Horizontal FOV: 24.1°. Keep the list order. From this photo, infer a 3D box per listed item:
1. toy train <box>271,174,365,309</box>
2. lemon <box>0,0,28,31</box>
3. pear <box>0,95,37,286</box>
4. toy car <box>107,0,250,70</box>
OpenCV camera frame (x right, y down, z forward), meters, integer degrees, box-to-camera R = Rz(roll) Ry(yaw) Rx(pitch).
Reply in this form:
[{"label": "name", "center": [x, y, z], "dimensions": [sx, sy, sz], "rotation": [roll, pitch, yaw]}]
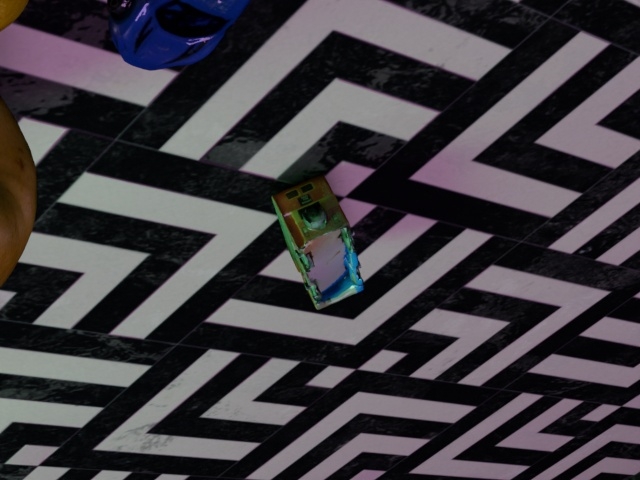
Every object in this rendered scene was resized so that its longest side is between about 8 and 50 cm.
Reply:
[{"label": "toy train", "center": [0.000, 0.000, 1.722], "dimensions": [0.072, 0.099, 0.188], "rotation": [-21, 150, -3]}, {"label": "lemon", "center": [-0.281, -0.214, 1.187], "dimensions": [0.109, 0.109, 0.133], "rotation": [-2, 131, -29]}, {"label": "pear", "center": [-0.397, -0.040, 1.231], "dimensions": [0.314, 0.314, 0.314], "rotation": [-15, 150, -9]}, {"label": "toy car", "center": [-0.091, -0.215, 1.217], "dimensions": [0.103, 0.063, 0.216], "rotation": [17, 126, -38]}]
